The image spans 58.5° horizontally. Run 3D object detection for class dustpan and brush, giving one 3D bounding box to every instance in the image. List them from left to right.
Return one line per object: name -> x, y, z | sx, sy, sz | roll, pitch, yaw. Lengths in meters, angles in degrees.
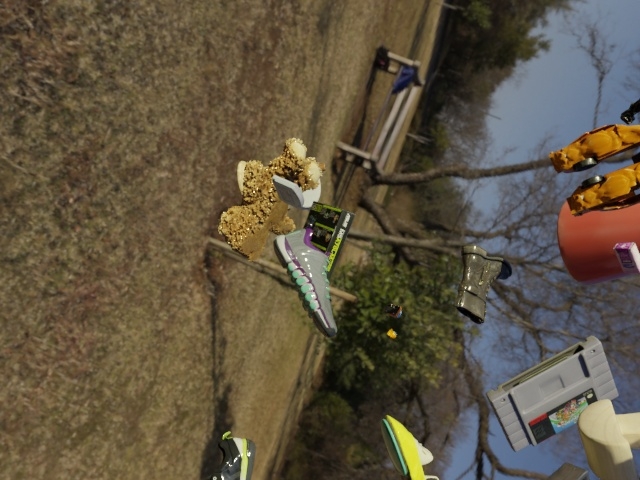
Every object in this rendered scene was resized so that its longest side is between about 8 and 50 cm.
dustpan and brush -> -0.045, -0.141, 2.053 | 0.147, 0.211, 0.060 | -30, -162, -15

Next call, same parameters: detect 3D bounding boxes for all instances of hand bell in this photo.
hand bell -> -0.102, -0.185, 1.630 | 0.126, 0.241, 0.126 | -9, 90, -78

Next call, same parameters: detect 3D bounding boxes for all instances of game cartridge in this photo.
game cartridge -> -0.058, -0.090, 1.080 | 0.017, 0.056, 0.083 | -55, 159, -16
game cartridge -> 0.679, 0.453, 1.663 | 0.354, 0.230, 0.068 | -29, -161, 0

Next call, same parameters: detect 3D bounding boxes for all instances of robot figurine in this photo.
robot figurine -> 0.629, -0.167, 1.146 | 0.085, 0.290, 0.211 | 7, 64, -57

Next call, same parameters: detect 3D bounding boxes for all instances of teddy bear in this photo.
teddy bear -> -0.132, -0.113, 1.495 | 0.245, 0.113, 0.338 | 23, 98, -56

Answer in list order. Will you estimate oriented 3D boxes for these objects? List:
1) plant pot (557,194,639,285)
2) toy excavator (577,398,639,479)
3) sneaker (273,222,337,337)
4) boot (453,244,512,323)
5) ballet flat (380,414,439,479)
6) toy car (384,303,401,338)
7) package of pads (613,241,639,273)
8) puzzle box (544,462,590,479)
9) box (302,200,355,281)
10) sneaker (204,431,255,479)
plant pot -> 0.867, -0.014, 1.651 | 0.243, 0.275, 0.275 | -15, -136, 50
toy excavator -> 0.650, 0.295, 0.771 | 0.445, 0.432, 0.223 | -137, -153, -80
sneaker -> -0.004, 0.074, 1.117 | 0.098, 0.224, 0.083 | -26, 172, -13
boot -> 0.509, 0.154, 1.811 | 0.091, 0.262, 0.229 | -15, -122, 49
ballet flat -> 0.175, 0.427, 1.046 | 0.077, 0.077, 0.231 | 136, -60, -73
toy car -> 0.216, 0.249, 1.743 | 0.060, 0.040, 0.122 | -13, -139, 42
package of pads -> 0.795, 0.046, 1.470 | 0.032, 0.083, 0.050 | -39, -163, -29
puzzle box -> 0.385, 0.635, 1.057 | 0.408, 0.272, 0.052 | -22, -169, -31
box -> 0.000, 0.000, 1.444 | 0.190, 0.045, 0.184 | 22, -91, 65
sneaker -> -0.207, 0.541, 1.240 | 0.084, 0.097, 0.235 | 122, -21, -56
